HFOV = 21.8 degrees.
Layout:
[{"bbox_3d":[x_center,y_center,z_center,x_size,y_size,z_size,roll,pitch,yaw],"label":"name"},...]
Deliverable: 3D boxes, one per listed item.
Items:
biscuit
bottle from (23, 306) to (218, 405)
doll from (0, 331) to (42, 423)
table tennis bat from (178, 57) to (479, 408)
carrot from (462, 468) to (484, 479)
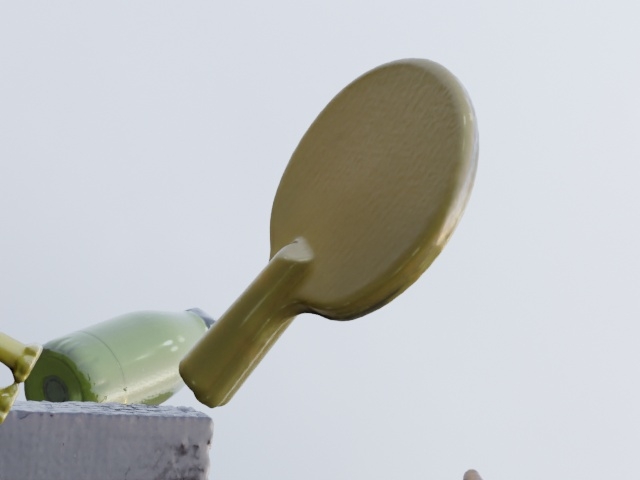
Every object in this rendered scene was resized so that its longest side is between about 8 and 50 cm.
[{"bbox_3d":[-0.265,0.196,1.460,0.388,0.107,0.073,6,0,-37],"label":"biscuit"},{"bbox_3d":[-0.207,0.136,1.863,0.112,0.112,0.260,30,27,26],"label":"bottle"},{"bbox_3d":[-0.365,0.047,1.316,0.293,0.138,0.119,29,-4,-4],"label":"doll"},{"bbox_3d":[0.000,0.000,1.251,0.050,0.321,0.198,26,20,-38],"label":"table tennis bat"},{"bbox_3d":[0.179,0.337,1.736,0.043,0.043,0.248,47,23,-40],"label":"carrot"}]
